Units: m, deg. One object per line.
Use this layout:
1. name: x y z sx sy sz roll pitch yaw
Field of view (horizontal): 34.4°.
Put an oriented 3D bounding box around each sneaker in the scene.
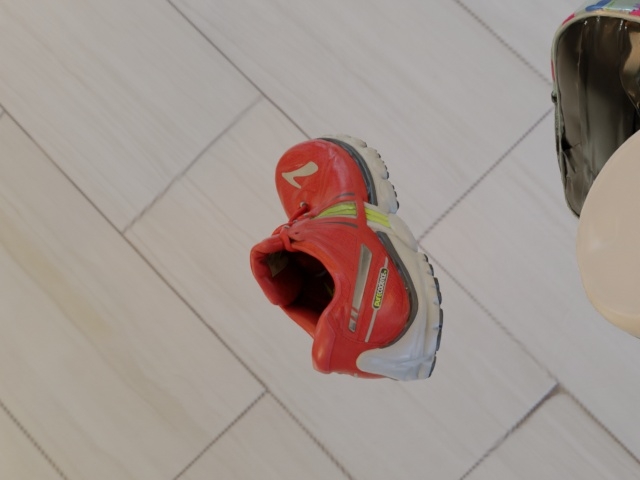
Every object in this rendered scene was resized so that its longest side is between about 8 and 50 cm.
1. sneaker: 0.000 0.000 0.796 0.118 0.279 0.107 0 122 -20

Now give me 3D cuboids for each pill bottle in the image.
1. pill bottle: 0.242 0.024 0.530 0.208 0.117 0.117 24 83 -29

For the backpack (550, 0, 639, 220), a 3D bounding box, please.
1. backpack: 0.292 -0.100 0.779 0.225 0.253 0.191 32 72 37
